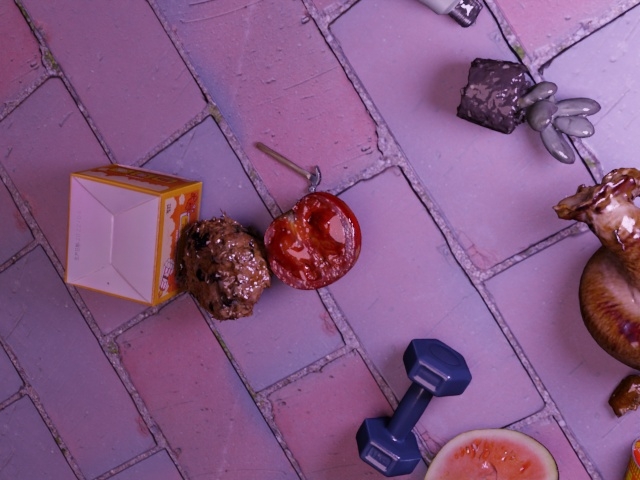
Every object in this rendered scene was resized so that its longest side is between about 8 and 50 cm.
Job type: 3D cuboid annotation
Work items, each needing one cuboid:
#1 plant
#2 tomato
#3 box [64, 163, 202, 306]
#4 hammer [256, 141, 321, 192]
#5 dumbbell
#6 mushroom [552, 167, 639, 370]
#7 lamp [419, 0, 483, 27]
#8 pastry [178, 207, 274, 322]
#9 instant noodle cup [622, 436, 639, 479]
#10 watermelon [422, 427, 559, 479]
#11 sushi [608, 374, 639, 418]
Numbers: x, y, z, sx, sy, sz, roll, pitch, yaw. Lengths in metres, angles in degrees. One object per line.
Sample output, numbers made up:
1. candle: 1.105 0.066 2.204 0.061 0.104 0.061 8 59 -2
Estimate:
1. plant: 0.412 -0.265 1.579 0.274 0.149 0.146 25 111 12
2. tomato: 0.000 0.000 1.814 0.233 0.139 0.200 -32 85 27
3. box: -0.455 -0.021 1.958 0.259 0.214 0.283 13 108 16
4. hammer: -0.074 -0.183 1.870 0.182 0.017 0.062 34 112 13
5. dumbbell: 0.207 0.380 1.814 0.144 0.160 0.325 20 112 -16
6. mushroom: 0.646 0.054 1.467 0.331 0.356 0.334 -22 50 0
7. lamp: 0.204 -0.571 1.603 0.314 0.182 0.182 23 111 -5
8. pastry: -0.215 0.064 1.907 0.275 0.193 0.275 25 129 36
9. instant noodle cup: 0.694 0.544 1.639 0.193 0.193 0.212 22 117 17
10. watermelon: 0.388 0.523 1.784 0.303 0.159 0.128 -7 128 21
11. sushi: 0.652 0.324 1.667 0.060 0.061 0.118 32 132 4
